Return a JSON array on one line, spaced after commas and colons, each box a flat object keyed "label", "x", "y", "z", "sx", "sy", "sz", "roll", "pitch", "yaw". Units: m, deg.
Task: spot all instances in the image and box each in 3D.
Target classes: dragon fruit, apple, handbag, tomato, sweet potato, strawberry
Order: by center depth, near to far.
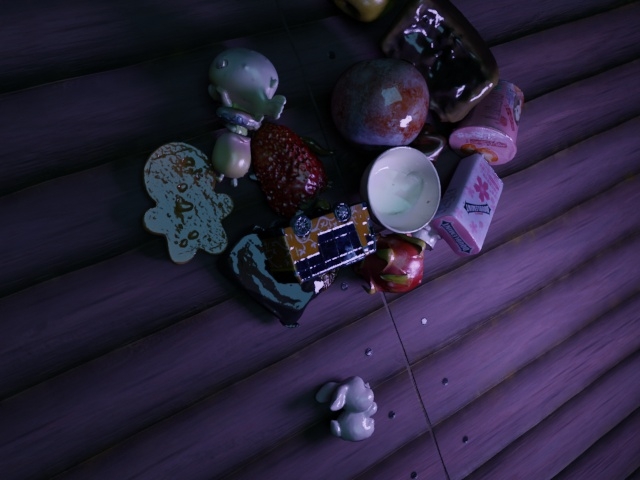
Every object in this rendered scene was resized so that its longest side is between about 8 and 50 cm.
[{"label": "handbag", "x": -0.147, "y": 0.114, "z": 1.485, "sx": 0.332, "sy": 0.075, "sz": 0.191, "roll": 42, "pitch": 84, "yaw": -13}, {"label": "strawberry", "x": -0.108, "y": -0.227, "z": 1.486, "sx": 0.233, "sy": 0.138, "sz": 0.306, "roll": -44, "pitch": 106, "yaw": -16}, {"label": "tomato", "x": 0.188, "y": -0.431, "z": 1.516, "sx": 0.316, "sy": 0.316, "sz": 0.282, "roll": 8, "pitch": 79, "yaw": -22}, {"label": "apple", "x": 0.133, "y": -0.839, "z": 1.537, "sx": 0.261, "sy": 0.261, "sz": 0.194, "roll": 35, "pitch": 93, "yaw": -19}, {"label": "sweet potato", "x": -0.012, "y": -0.309, "z": 1.578, "sx": 0.153, "sy": 0.038, "sz": 0.041, "roll": 19, "pitch": 94, "yaw": -23}, {"label": "dragon fruit", "x": 0.230, "y": 0.072, "z": 1.582, "sx": 0.227, "sy": 0.224, "sz": 0.224, "roll": 4, "pitch": 88, "yaw": -9}]

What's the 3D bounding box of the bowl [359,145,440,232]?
[{"label": "bowl", "x": 0.239, "y": -0.160, "z": 1.552, "sx": 0.277, "sy": 0.145, "sz": 0.277, "roll": -1, "pitch": 92, "yaw": -23}]

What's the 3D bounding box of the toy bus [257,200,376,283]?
[{"label": "toy bus", "x": 0.000, "y": 0.000, "z": 1.429, "sx": 0.323, "sy": 0.162, "sz": 0.194, "roll": -20, "pitch": 96, "yaw": -33}]

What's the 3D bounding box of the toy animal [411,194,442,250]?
[{"label": "toy animal", "x": 0.411, "y": -0.077, "z": 1.706, "sx": 0.104, "sy": 0.131, "sz": 0.221, "roll": 33, "pitch": 74, "yaw": 3}]

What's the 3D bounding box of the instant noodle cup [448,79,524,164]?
[{"label": "instant noodle cup", "x": 0.619, "y": -0.436, "z": 1.748, "sx": 0.243, "sy": 0.243, "sz": 0.231, "roll": 29, "pitch": 71, "yaw": -20}]

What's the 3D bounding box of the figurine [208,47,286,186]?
[{"label": "figurine", "x": -0.223, "y": -0.352, "z": 1.386, "sx": 0.226, "sy": 0.274, "sz": 0.394, "roll": 9, "pitch": 96, "yaw": -54}]

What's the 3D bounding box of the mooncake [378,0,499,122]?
[{"label": "mooncake", "x": 0.401, "y": -0.608, "z": 1.598, "sx": 0.393, "sy": 0.246, "sz": 0.394, "roll": 3, "pitch": 62, "yaw": -36}]

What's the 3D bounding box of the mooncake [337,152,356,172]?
[{"label": "mooncake", "x": 0.092, "y": -0.110, "z": 1.603, "sx": 0.057, "sy": 0.150, "sz": 0.347, "roll": -1, "pitch": 74, "yaw": -52}]

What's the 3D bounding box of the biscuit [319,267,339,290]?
[{"label": "biscuit", "x": -0.021, "y": 0.083, "z": 1.575, "sx": 0.188, "sy": 0.027, "sz": 0.188, "roll": 0, "pitch": 89, "yaw": -22}]

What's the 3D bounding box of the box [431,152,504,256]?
[{"label": "box", "x": 0.536, "y": -0.137, "z": 1.699, "sx": 0.190, "sy": 0.112, "sz": 0.370, "roll": 47, "pitch": 54, "yaw": -20}]

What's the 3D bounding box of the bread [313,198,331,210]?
[{"label": "bread", "x": 0.007, "y": -0.083, "z": 1.569, "sx": 0.066, "sy": 0.060, "sz": 0.110, "roll": -8, "pitch": 98, "yaw": -50}]

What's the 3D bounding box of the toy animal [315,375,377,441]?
[{"label": "toy animal", "x": 0.093, "y": 0.554, "z": 1.565, "sx": 0.178, "sy": 0.127, "sz": 0.193, "roll": -16, "pitch": 98, "yaw": -20}]

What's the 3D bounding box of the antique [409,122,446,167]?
[{"label": "antique", "x": 0.337, "y": -0.302, "z": 1.684, "sx": 0.143, "sy": 0.121, "sz": 0.257, "roll": 26, "pitch": 87, "yaw": -11}]

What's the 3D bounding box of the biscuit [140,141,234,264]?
[{"label": "biscuit", "x": -0.399, "y": -0.112, "z": 1.407, "sx": 0.275, "sy": 0.052, "sz": 0.355, "roll": -20, "pitch": 96, "yaw": -25}]
